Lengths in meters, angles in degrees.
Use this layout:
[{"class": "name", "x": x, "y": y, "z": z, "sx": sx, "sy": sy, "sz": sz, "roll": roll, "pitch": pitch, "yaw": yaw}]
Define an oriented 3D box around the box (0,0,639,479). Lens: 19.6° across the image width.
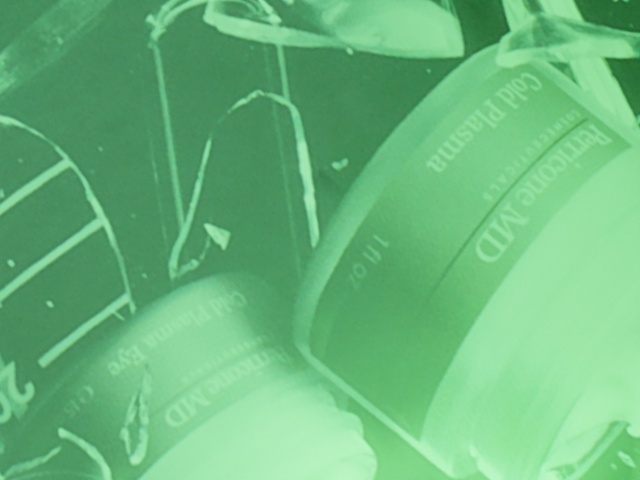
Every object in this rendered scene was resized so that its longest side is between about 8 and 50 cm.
[{"class": "box", "x": 0.000, "y": 0.000, "z": 0.526, "sx": 0.343, "sy": 0.179, "sz": 0.312, "roll": -44, "pitch": 96, "yaw": -12}]
